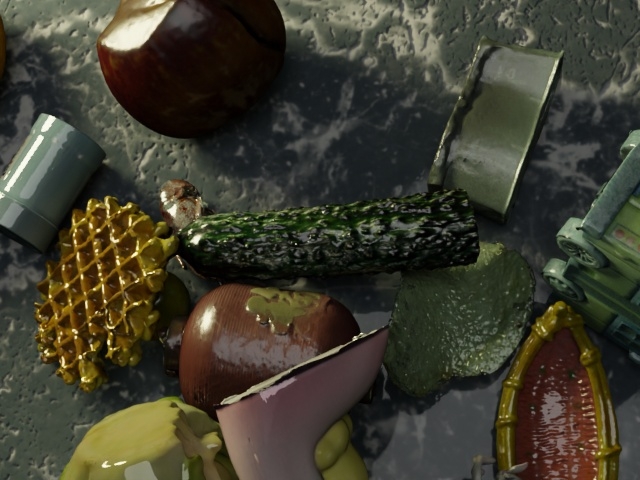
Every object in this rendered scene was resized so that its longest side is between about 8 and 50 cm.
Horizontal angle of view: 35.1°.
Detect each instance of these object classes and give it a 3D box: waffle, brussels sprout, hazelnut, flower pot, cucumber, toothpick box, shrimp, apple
[{"bbox_3d":[-0.266,0.061,1.214,0.232,0.051,0.228,22,94,45],"label":"waffle"},{"bbox_3d":[-0.145,0.356,1.028,0.315,0.276,0.371,-25,99,11],"label":"brussels sprout"},{"bbox_3d":[-0.162,-0.249,1.297,0.234,0.218,0.218,-38,72,13],"label":"hazelnut"},{"bbox_3d":[0.219,-0.143,1.260,0.108,0.103,0.229,18,75,12],"label":"flower pot"},{"bbox_3d":[0.000,0.000,1.181,0.359,0.096,0.096,-5,72,-2],"label":"cucumber"},{"bbox_3d":[-0.356,-0.071,1.294,0.101,0.101,0.153,26,75,13],"label":"toothpick box"},{"bbox_3d":[-0.147,0.002,1.270,0.073,0.075,0.190,-18,61,-34],"label":"shrimp"},{"bbox_3d":[-0.206,0.078,1.247,0.089,0.074,0.089,-12,56,18],"label":"apple"}]

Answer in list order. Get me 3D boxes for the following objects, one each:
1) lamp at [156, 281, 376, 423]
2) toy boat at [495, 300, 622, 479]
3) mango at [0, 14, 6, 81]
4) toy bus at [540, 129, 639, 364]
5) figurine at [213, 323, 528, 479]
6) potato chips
[{"bbox_3d":[-0.059,0.136,1.169,0.258,0.180,0.180,8,73,8],"label":"lamp"},{"bbox_3d":[0.269,0.233,1.142,0.141,0.099,0.318,-1,75,9],"label":"toy boat"},{"bbox_3d":[-0.518,-0.205,1.314,0.144,0.187,0.359,-12,57,43],"label":"mango"},{"bbox_3d":[0.360,0.019,1.084,0.190,0.312,0.152,34,78,14],"label":"toy bus"},{"bbox_3d":[0.079,0.245,1.004,0.206,0.284,0.315,-24,88,36],"label":"figurine"},{"bbox_3d":[0.152,0.085,1.187,0.228,0.059,0.167,-22,64,-17],"label":"potato chips"}]
